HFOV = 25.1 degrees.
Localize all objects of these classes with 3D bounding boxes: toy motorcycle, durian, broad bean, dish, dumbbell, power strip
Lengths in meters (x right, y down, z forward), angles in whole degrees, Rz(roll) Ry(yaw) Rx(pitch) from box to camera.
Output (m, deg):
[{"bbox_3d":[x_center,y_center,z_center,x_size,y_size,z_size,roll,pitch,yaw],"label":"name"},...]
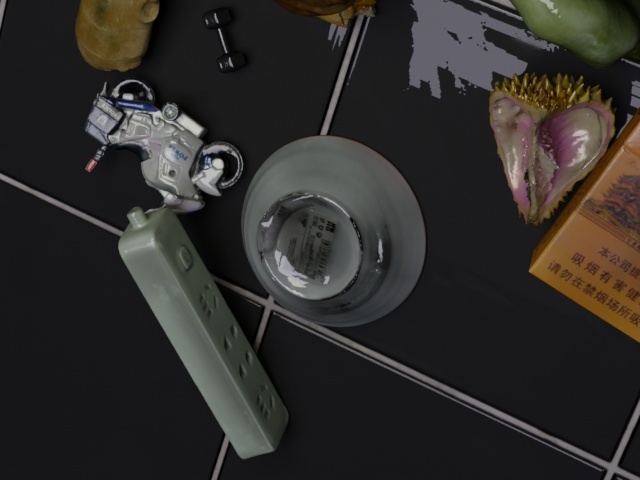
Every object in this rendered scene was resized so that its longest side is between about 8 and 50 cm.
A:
[{"bbox_3d":[-0.221,-0.112,1.905,0.221,0.102,0.150,37,96,6],"label":"toy motorcycle"},{"bbox_3d":[0.257,-0.118,1.667,0.165,0.132,0.182,-7,135,41],"label":"durian"},{"bbox_3d":[0.282,-0.252,1.575,0.100,0.228,0.169,-59,35,23],"label":"broad bean"},{"bbox_3d":[0.000,0.000,1.844,0.260,0.085,0.260,7,108,22],"label":"dish"},{"bbox_3d":[-0.124,-0.257,1.847,0.036,0.040,0.083,-18,99,-4],"label":"dumbbell"},{"bbox_3d":[-0.153,0.116,1.887,0.062,0.091,0.385,-16,116,23],"label":"power strip"}]

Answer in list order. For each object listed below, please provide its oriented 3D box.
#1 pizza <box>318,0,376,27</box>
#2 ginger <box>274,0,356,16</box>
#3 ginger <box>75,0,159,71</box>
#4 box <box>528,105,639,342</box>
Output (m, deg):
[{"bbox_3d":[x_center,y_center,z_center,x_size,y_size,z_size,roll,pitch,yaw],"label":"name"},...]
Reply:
[{"bbox_3d":[-0.001,-0.402,1.724,0.228,0.081,0.289,-31,90,28],"label":"pizza"},{"bbox_3d":[-0.014,-0.412,1.594,0.172,0.165,0.321,21,113,30],"label":"ginger"},{"bbox_3d":[-0.275,-0.429,1.816,0.348,0.122,0.363,-37,79,36],"label":"ginger"},{"bbox_3d":[0.388,-0.032,1.655,0.174,0.076,0.274,32,116,-2],"label":"box"}]
